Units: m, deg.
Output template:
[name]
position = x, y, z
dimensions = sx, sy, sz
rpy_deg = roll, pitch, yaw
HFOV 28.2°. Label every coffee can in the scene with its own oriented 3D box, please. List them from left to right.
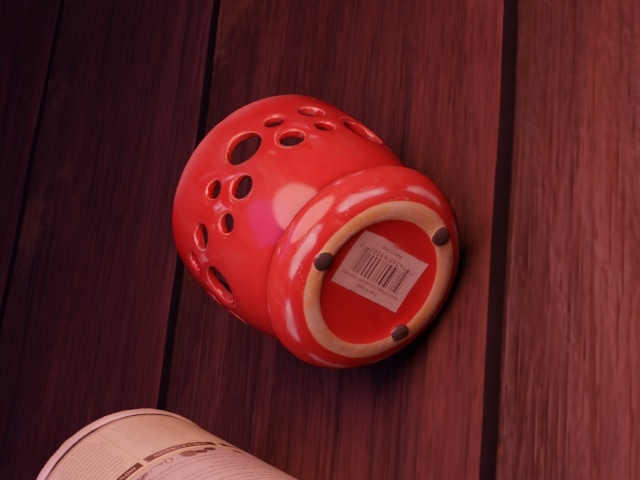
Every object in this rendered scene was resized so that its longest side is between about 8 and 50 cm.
[coffee can]
position = -0.094, 0.259, 0.999
dimensions = 0.275, 0.202, 0.201
rpy_deg = 13, 84, 58

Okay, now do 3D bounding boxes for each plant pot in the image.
[plant pot]
position = 0.000, 0.000, 1.014
dimensions = 0.174, 0.191, 0.191
rpy_deg = 42, 109, 50
